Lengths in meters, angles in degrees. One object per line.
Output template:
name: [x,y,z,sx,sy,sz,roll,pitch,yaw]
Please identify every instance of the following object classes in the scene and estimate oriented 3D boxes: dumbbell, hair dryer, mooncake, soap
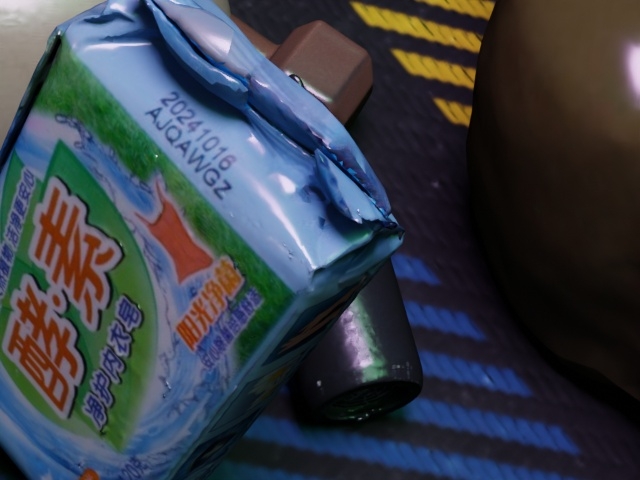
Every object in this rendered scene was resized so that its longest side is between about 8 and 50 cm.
dumbbell: [-0.080,-0.128,0.884,0.231,0.092,0.082,34,28,1]
hair dryer: [0.000,0.000,0.749,0.070,0.255,0.128,-16,69,0]
mooncake: [0.310,-0.102,0.855,0.467,0.262,0.467,-1,59,2]
soap: [-0.078,0.019,0.675,0.156,0.293,0.077,47,43,13]

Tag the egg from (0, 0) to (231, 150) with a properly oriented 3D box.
egg: [-0.165,-0.098,0.769,0.242,0.186,0.186,-4,61,2]
